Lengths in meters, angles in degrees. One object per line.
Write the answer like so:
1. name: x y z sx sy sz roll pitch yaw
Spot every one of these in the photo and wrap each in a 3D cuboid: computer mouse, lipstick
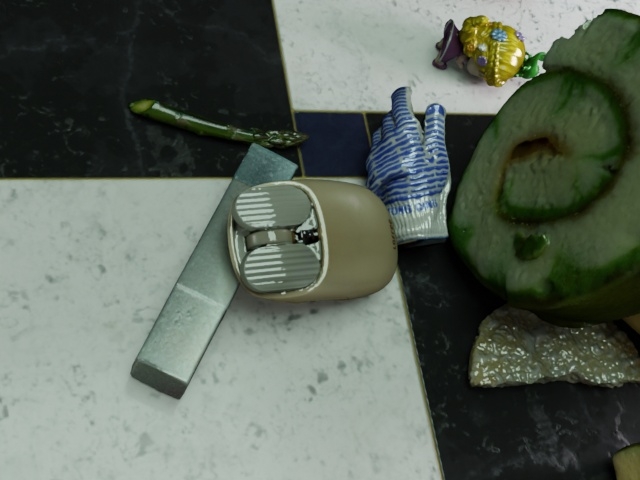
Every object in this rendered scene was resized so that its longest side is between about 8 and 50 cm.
1. computer mouse: 0.000 0.000 1.121 0.237 0.082 0.145 2 77 -39
2. lipstick: -0.121 0.029 1.125 0.068 0.066 0.317 28 59 -5

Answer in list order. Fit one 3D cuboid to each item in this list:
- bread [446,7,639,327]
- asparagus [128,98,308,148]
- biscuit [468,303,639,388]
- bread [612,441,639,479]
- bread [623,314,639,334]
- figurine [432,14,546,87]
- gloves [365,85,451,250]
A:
1. bread: 0.321 -0.091 1.152 0.129 0.366 0.381 21 71 -35
2. asparagus: -0.131 -0.147 1.235 0.236 0.027 0.034 12 72 -12
3. biscuit: 0.297 0.127 1.231 0.250 0.032 0.133 2 62 -16
4. bread: 0.509 0.306 1.130 0.264 0.167 0.163 1 65 -19
5. bread: 0.521 -0.023 1.184 0.253 0.376 0.348 24 51 -27
6. figurine: 0.254 -0.276 1.377 0.156 0.115 0.094 19 70 -10
7. gloves: 0.115 -0.096 1.243 0.119 0.097 0.229 -12 66 17
